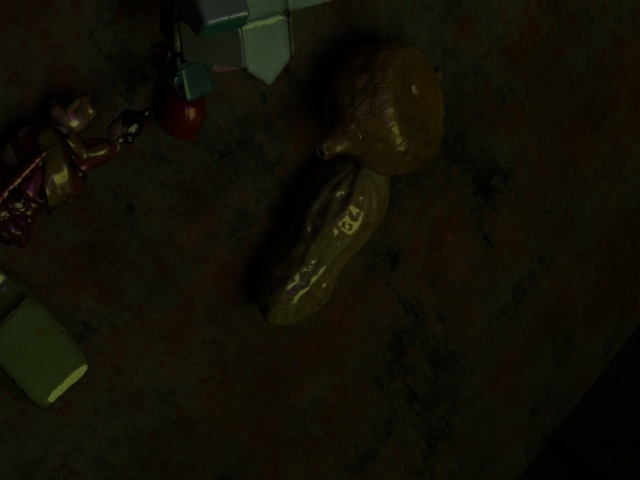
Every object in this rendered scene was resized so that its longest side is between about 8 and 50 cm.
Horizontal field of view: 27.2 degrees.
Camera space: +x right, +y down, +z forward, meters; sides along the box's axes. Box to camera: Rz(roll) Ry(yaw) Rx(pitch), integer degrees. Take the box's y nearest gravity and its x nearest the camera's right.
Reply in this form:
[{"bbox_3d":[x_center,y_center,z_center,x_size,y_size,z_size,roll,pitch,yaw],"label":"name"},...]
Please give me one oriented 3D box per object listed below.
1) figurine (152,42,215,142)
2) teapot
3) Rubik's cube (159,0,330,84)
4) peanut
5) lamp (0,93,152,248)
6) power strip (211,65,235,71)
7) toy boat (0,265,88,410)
[{"bbox_3d":[-0.181,-0.196,1.760,0.068,0.075,0.140,-29,135,-34],"label":"figurine"},{"bbox_3d":[0.084,-0.202,2.016,0.311,0.167,0.203,-46,122,-50],"label":"teapot"},{"bbox_3d":[-0.089,-0.334,1.599,0.224,0.213,0.265,-11,126,-22],"label":"Rubik's cube"},{"bbox_3d":[0.000,0.000,2.084,0.149,0.149,0.313,16,111,-54],"label":"peanut"},{"bbox_3d":[-0.326,-0.105,1.632,0.253,0.118,0.118,-47,144,-11],"label":"lamp"},{"bbox_3d":[-0.096,-0.353,1.767,0.109,0.037,0.279,-15,129,-43],"label":"power strip"},{"bbox_3d":[-0.391,0.145,1.777,0.111,0.084,0.276,-45,143,-18],"label":"toy boat"}]
